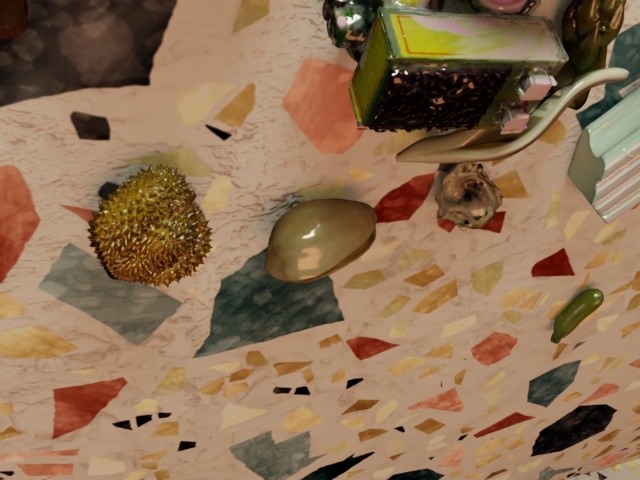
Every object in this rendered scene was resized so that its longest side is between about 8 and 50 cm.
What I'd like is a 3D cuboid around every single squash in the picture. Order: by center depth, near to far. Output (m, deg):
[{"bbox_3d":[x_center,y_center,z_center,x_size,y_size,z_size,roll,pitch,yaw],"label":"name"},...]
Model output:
[{"bbox_3d":[0.583,0.171,1.528,0.052,0.052,0.183,1,137,-26],"label":"squash"}]

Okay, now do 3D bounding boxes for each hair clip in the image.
[{"bbox_3d":[0.254,-0.164,0.889,0.282,0.113,0.172,-41,174,19],"label":"hair clip"}]

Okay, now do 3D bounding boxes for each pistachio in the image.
[{"bbox_3d":[0.000,0.000,1.000,0.185,0.124,0.124,-20,141,-7],"label":"pistachio"}]

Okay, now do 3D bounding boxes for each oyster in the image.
[{"bbox_3d":[0.246,-0.062,1.100,0.166,0.053,0.108,33,90,-37],"label":"oyster"}]

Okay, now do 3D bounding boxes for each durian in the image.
[{"bbox_3d":[-0.220,-0.011,0.881,0.168,0.137,0.158,-38,118,5],"label":"durian"}]

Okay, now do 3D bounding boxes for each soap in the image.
[{"bbox_3d":[0.544,-0.170,1.082,0.290,0.095,0.173,-39,139,20],"label":"soap"}]

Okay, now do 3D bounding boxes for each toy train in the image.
[{"bbox_3d":[0.137,-0.221,0.747,0.261,0.177,0.134,-3,151,-16],"label":"toy train"}]

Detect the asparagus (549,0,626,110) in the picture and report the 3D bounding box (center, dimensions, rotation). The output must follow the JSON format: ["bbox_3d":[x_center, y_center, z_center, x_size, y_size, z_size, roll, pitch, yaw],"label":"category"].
[{"bbox_3d":[0.358,-0.275,0.890,0.080,0.080,0.287,-14,140,-10],"label":"asparagus"}]

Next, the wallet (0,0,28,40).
[{"bbox_3d":[-0.404,-0.224,0.602,0.256,0.031,0.137,-11,145,-23],"label":"wallet"}]

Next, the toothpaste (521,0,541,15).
[{"bbox_3d":[0.220,-0.260,0.861,0.037,0.062,0.216,22,120,-39],"label":"toothpaste"}]
